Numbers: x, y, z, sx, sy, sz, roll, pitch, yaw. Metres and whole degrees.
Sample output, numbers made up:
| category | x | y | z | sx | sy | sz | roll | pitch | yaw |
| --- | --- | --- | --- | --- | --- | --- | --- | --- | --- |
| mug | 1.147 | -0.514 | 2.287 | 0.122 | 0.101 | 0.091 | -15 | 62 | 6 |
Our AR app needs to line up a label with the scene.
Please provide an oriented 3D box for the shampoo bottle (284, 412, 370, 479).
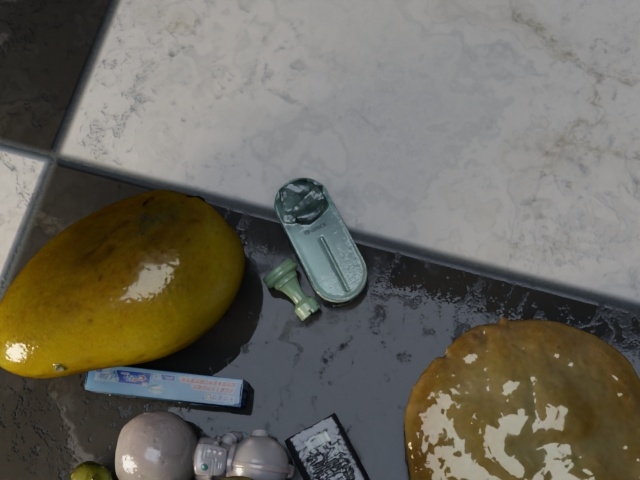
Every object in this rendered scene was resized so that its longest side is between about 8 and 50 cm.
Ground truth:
| category | x | y | z | sx | sy | sz | roll | pitch | yaw |
| --- | --- | --- | --- | --- | --- | --- | --- | --- | --- |
| shampoo bottle | 0.054 | 0.442 | 1.556 | 0.098 | 0.071 | 0.309 | -27 | 73 | -5 |

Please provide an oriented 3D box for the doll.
| category | x | y | z | sx | sy | sz | roll | pitch | yaw |
| --- | --- | --- | --- | --- | --- | --- | --- | --- | --- |
| doll | -0.186 | 0.359 | 1.568 | 0.287 | 0.151 | 0.150 | 6 | 74 | 3 |

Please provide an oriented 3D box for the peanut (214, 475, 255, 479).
| category | x | y | z | sx | sy | sz | roll | pitch | yaw |
| --- | --- | --- | --- | --- | --- | --- | --- | --- | --- |
| peanut | -0.211 | 0.464 | 1.480 | 0.313 | 0.149 | 0.149 | -34 | 72 | 19 |

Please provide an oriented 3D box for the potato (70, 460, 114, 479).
| category | x | y | z | sx | sy | sz | roll | pitch | yaw |
| --- | --- | --- | --- | --- | --- | --- | --- | --- | --- |
| potato | -0.375 | 0.458 | 1.583 | 0.105 | 0.085 | 0.188 | -18 | 68 | 22 |

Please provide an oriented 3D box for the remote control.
| category | x | y | z | sx | sy | sz | roll | pitch | yaw |
| --- | --- | --- | --- | --- | --- | --- | --- | --- | --- |
| remote control | 0.000 | 0.000 | 1.704 | 0.104 | 0.052 | 0.247 | -25 | 72 | -4 |

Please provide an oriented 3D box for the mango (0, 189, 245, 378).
| category | x | y | z | sx | sy | sz | roll | pitch | yaw |
| --- | --- | --- | --- | --- | --- | --- | --- | --- | --- |
| mango | -0.341 | 0.088 | 1.609 | 0.445 | 0.220 | 0.301 | -33 | 58 | -6 |

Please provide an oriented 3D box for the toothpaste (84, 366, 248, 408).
| category | x | y | z | sx | sy | sz | roll | pitch | yaw |
| --- | --- | --- | --- | --- | --- | --- | --- | --- | --- |
| toothpaste | -0.262 | 0.249 | 1.643 | 0.272 | 0.066 | 0.053 | 6 | 75 | 7 |

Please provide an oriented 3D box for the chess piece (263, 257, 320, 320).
| category | x | y | z | sx | sy | sz | roll | pitch | yaw |
| --- | --- | --- | --- | --- | --- | --- | --- | --- | --- |
| chess piece | -0.046 | 0.089 | 1.679 | 0.067 | 0.067 | 0.103 | -38 | 82 | -7 |

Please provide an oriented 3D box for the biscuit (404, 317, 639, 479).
| category | x | y | z | sx | sy | sz | roll | pitch | yaw |
| --- | --- | --- | --- | --- | --- | --- | --- | --- | --- |
| biscuit | 0.353 | 0.340 | 1.546 | 0.429 | 0.104 | 0.446 | -10 | 74 | 2 |
